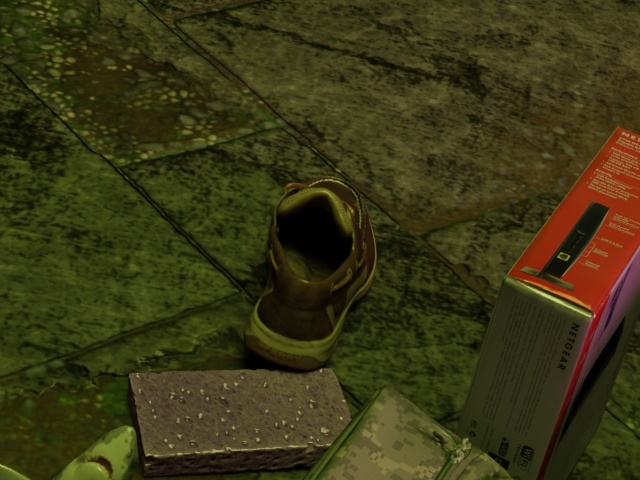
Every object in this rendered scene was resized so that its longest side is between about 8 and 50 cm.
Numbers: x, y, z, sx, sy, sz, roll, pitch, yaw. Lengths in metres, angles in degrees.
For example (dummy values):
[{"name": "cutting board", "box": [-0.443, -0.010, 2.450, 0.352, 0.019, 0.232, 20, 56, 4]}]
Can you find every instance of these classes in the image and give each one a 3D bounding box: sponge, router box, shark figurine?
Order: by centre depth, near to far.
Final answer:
[{"name": "shark figurine", "box": [-0.281, 0.228, 1.513, 0.278, 0.166, 0.116, 1, 8, 13]}, {"name": "router box", "box": [0.217, 0.106, 1.605, 0.082, 0.335, 0.301, 24, 37, 16]}, {"name": "sponge", "box": [-0.075, 0.171, 1.684, 0.210, 0.031, 0.117, -1, 37, -17]}]

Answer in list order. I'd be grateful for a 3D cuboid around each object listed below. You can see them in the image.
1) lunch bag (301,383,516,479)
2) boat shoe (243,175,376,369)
[{"name": "lunch bag", "box": [0.062, 0.302, 1.417, 0.256, 0.212, 0.305, 38, 41, 5]}, {"name": "boat shoe", "box": [0.000, 0.000, 1.847, 0.123, 0.123, 0.342, 17, 29, 4]}]
